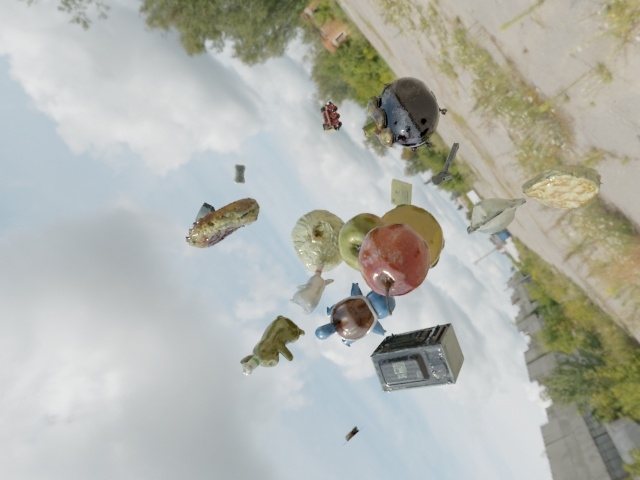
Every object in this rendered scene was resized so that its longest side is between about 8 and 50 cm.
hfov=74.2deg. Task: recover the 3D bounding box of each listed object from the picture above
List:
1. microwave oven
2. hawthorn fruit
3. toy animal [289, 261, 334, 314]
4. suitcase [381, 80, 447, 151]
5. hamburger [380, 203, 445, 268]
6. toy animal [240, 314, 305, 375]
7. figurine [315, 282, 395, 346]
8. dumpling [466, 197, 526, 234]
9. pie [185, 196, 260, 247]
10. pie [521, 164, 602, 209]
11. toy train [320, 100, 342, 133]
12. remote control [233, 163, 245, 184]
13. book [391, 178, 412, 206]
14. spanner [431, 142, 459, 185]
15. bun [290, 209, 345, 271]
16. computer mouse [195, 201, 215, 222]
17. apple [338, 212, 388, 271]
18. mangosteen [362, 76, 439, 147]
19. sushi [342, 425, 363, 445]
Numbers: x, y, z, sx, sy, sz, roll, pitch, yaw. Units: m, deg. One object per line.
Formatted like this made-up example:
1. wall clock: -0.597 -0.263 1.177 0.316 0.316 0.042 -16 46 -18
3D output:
1. microwave oven: 0.380 0.453 1.665 0.237 0.295 0.181 -20 -89 -61
2. hawthorn fruit: 0.231 0.059 1.334 0.235 0.231 0.263 54 -177 4
3. toy animal: -0.037 0.253 2.192 0.140 0.138 0.282 41 -137 -9
4. suitcase: 0.453 -0.651 2.199 0.152 0.229 0.335 -22 -124 -33
5. hamburger: 0.462 -0.004 2.243 0.395 0.396 0.277 54 -175 7
6. toy animal: -0.241 0.545 2.079 0.180 0.181 0.363 45 -124 -10
7. figurine: 0.157 0.362 2.046 0.297 0.417 0.243 61 171 20
8. dumpling: 0.663 -0.096 1.619 0.142 0.247 0.172 54 -153 3
9. pie: -0.333 -0.060 1.487 0.085 0.308 0.308 63 -160 1
10. pie: 0.703 -0.161 1.240 0.179 0.205 0.084 17 -111 -7
11. toy train: 0.043 -0.554 1.906 0.050 0.087 0.137 -3 -104 -70
12. remote control: -0.497 -0.406 2.595 0.075 0.122 0.032 -1 -175 -27
13. book: 0.496 -0.283 2.605 0.013 0.167 0.192 -12 -157 -25
14. spanner: 0.588 -0.354 1.954 0.325 0.093 0.026 -59 -44 -35
15. bun: 0.000 0.000 2.359 0.349 0.352 0.227 28 172 4
16. computer mouse: -0.641 -0.143 2.404 0.113 0.229 0.068 45 -135 -3
17. apple: 0.190 0.018 1.727 0.260 0.261 0.194 55 -143 9
18. mangosteen: 0.310 -0.489 1.669 0.275 0.303 0.274 -22 -90 -82
19. sushi: 0.134 0.840 1.837 0.026 0.126 0.120 49 153 19
